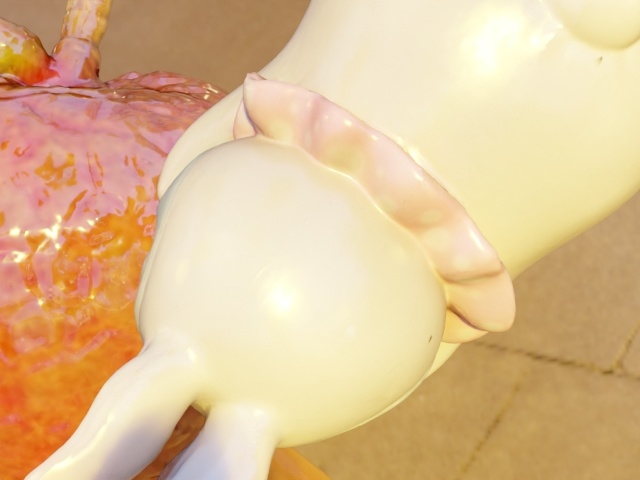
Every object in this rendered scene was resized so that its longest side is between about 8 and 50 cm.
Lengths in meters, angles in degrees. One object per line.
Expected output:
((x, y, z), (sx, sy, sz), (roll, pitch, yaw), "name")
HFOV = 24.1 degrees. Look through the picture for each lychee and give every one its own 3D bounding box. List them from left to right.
((-0.129, 0.000, 0.799), (0.255, 0.300, 0.255), (2, 12, -1), "lychee")

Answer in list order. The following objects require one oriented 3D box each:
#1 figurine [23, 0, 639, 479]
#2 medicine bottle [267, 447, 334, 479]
((0.000, 0.000, 0.483), (0.235, 0.127, 0.155), (-47, 21, -7), "figurine")
((-0.052, 0.266, 1.310), (0.149, 0.222, 0.112), (-32, 34, 24), "medicine bottle")
